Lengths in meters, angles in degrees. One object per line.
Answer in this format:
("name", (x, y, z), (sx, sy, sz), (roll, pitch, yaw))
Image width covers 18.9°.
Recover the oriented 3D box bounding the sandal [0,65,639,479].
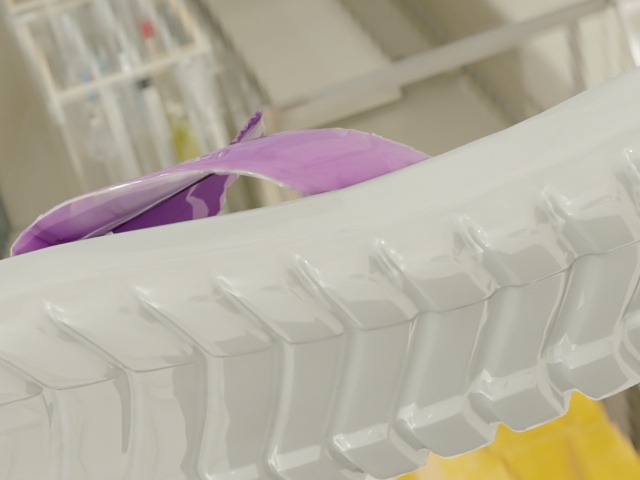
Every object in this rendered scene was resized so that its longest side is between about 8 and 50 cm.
("sandal", (0.002, 0.009, 0.645), (0.169, 0.416, 0.102), (74, -179, -55))
